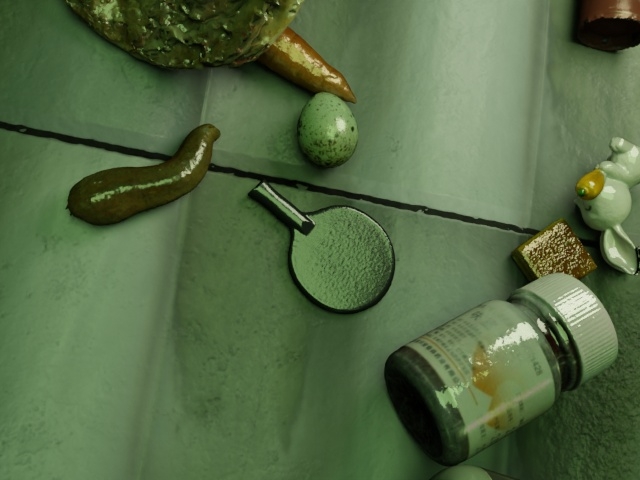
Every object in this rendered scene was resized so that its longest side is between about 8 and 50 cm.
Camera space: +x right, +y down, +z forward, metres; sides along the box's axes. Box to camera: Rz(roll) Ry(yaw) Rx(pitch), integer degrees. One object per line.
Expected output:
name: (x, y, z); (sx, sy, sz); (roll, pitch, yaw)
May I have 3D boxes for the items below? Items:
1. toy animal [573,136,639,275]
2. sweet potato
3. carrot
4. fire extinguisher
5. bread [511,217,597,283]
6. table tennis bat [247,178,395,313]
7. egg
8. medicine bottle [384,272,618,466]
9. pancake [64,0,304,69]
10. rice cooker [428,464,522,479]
toy animal: (0.431, -0.050, 1.208); (0.127, 0.131, 0.181); (22, 83, 15)
sweet potato: (-0.223, -0.082, 1.098); (0.233, 0.062, 0.081); (-28, 83, -20)
carrot: (-0.031, -0.257, 1.174); (0.205, 0.072, 0.072); (33, 73, -4)
fire extinguisher: (0.454, -0.476, 1.323); (0.147, 0.106, 0.337); (4, 74, 14)
bread: (0.340, 0.028, 1.210); (0.094, 0.035, 0.090); (-32, 86, -17)
table tennis bat: (0.000, 0.000, 1.146); (0.236, 0.027, 0.150); (40, 73, -3)
egg: (0.009, -0.154, 1.151); (0.085, 0.085, 0.110); (-10, 75, -15)
medicine bottle: (0.235, 0.163, 1.088); (0.273, 0.165, 0.165); (-26, 84, -16)
pancake: (-0.177, -0.402, 1.076); (0.382, 0.071, 0.382); (5, 110, 13)
rice cooker: (0.234, 0.428, 0.976); (0.277, 0.288, 0.288); (20, 74, -8)
